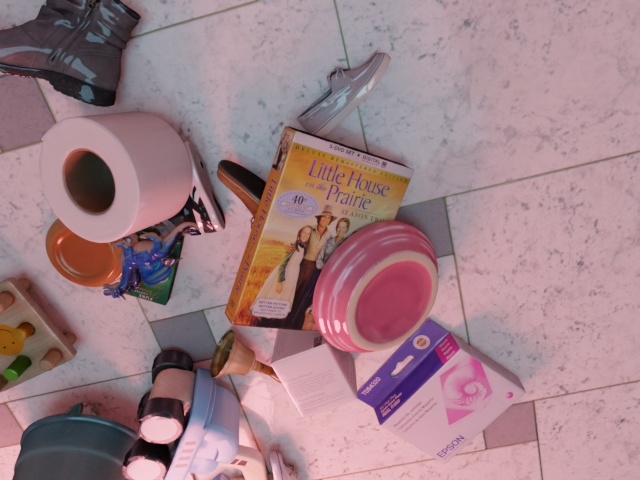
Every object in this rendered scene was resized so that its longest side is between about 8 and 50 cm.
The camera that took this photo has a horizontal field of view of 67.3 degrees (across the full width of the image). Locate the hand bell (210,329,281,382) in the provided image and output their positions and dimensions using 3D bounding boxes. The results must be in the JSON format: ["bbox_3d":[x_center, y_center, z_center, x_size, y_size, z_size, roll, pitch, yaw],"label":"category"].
[{"bbox_3d":[-0.152,0.337,1.261,0.242,0.126,0.126,28,111,-22],"label":"hand bell"}]

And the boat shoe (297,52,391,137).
[{"bbox_3d":[0.043,-0.308,0.987,0.081,0.079,0.227,40,111,-19],"label":"boat shoe"}]

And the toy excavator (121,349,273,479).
[{"bbox_3d":[-0.285,0.558,1.301,0.445,0.222,0.433,18,113,-16],"label":"toy excavator"}]

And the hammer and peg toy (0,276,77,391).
[{"bbox_3d":[-0.839,0.261,1.211,0.361,0.127,0.266,-24,110,10],"label":"hammer and peg toy"}]

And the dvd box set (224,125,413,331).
[{"bbox_3d":[0.000,0.000,1.039,0.308,0.062,0.420,12,106,-32],"label":"dvd box set"}]

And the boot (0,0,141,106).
[{"bbox_3d":[-0.542,-0.425,0.941,0.338,0.118,0.222,17,109,-18],"label":"boot"}]

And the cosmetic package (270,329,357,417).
[{"bbox_3d":[-0.012,0.309,1.208,0.151,0.151,0.183,-23,110,10],"label":"cosmetic package"}]

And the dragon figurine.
[{"bbox_3d":[-0.373,0.043,1.091,0.289,0.085,0.144,-17,112,10],"label":"dragon figurine"}]

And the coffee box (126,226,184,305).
[{"bbox_3d":[-0.407,0.061,1.169,0.113,0.040,0.184,16,112,-6],"label":"coffee box"}]

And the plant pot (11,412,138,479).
[{"bbox_3d":[-0.634,0.673,1.190,0.341,0.334,0.341,-2,125,-2],"label":"plant pot"}]

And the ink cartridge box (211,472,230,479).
[{"bbox_3d":[-0.332,0.804,1.469,0.180,0.060,0.104,-40,107,15],"label":"ink cartridge box"}]

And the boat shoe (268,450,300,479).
[{"bbox_3d":[-0.100,0.701,1.424,0.076,0.083,0.226,-16,119,-13],"label":"boat shoe"}]

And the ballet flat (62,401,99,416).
[{"bbox_3d":[-0.721,0.535,1.354,0.241,0.091,0.077,-30,134,17],"label":"ballet flat"}]

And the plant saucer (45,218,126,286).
[{"bbox_3d":[-0.566,0.028,1.160,0.200,0.037,0.200,0,113,0],"label":"plant saucer"}]

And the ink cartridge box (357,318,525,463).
[{"bbox_3d":[0.316,0.417,1.296,0.330,0.071,0.324,33,110,-14],"label":"ink cartridge box"}]

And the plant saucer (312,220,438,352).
[{"bbox_3d":[0.145,0.122,1.087,0.332,0.084,0.332,-14,120,-26],"label":"plant saucer"}]

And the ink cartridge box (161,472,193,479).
[{"bbox_3d":[-0.454,0.694,1.445,0.145,0.045,0.179,-7,129,3],"label":"ink cartridge box"}]

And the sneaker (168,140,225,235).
[{"bbox_3d":[-0.306,-0.105,1.077,0.121,0.079,0.216,-15,113,6],"label":"sneaker"}]

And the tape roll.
[{"bbox_3d":[-0.412,-0.134,0.981,0.246,0.169,0.246,7,110,20],"label":"tape roll"}]

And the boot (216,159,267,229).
[{"bbox_3d":[-0.129,-0.053,1.086,0.305,0.112,0.115,42,114,-18],"label":"boot"}]
